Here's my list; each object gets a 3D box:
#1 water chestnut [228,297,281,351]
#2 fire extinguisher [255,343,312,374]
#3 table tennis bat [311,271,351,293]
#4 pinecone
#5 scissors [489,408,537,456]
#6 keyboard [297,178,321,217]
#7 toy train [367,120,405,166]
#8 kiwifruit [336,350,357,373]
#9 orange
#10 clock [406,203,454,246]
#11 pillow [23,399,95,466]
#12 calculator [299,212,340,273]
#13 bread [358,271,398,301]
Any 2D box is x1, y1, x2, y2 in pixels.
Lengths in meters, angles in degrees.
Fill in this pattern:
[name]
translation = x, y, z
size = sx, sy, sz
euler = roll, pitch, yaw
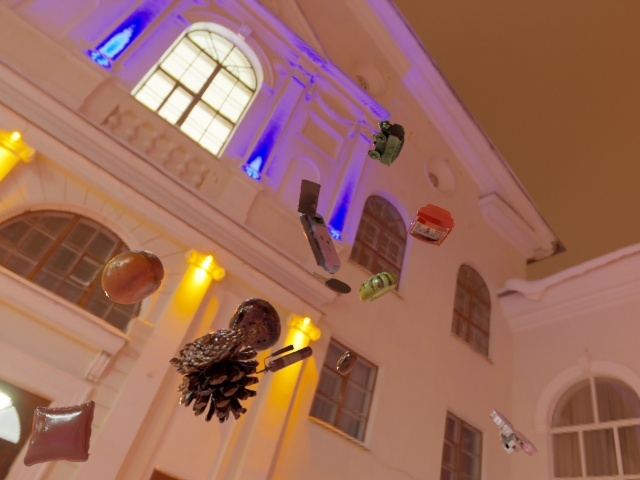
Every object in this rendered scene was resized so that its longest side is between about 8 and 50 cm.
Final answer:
[water chestnut]
translation = -0.271, 0.350, 2.036
size = 0.223, 0.238, 0.224
euler = 4, -63, 8
[fire extinguisher]
translation = -0.083, 0.285, 1.183
size = 0.035, 0.173, 0.049
euler = 21, -71, 34
[table tennis bat]
translation = 0.039, 0.150, 1.739
size = 0.156, 0.087, 0.013
euler = 25, -67, 21
[pinecone]
translation = -0.289, 0.380, 1.348
size = 0.263, 0.264, 0.264
euler = 11, -38, 9
[scissors]
translation = 0.392, 0.404, 0.989
size = 0.118, 0.030, 0.242
euler = 44, 5, 24
[keyboard]
translation = -0.043, -0.155, 1.794
size = 0.074, 0.015, 0.197
euler = 22, -34, 7
[toy train]
translation = 0.210, -0.306, 1.529
size = 0.099, 0.070, 0.172
euler = 22, -27, 4
[kiwifruit]
translation = 0.130, 0.591, 2.353
size = 0.075, 0.124, 0.075
euler = 41, 0, 0
[orange]
translation = -0.714, 0.133, 1.843
size = 0.171, 0.240, 0.240
euler = 53, -36, 15
[clock]
translation = 0.333, -0.045, 1.466
size = 0.113, 0.061, 0.155
euler = 23, -21, 6
[pillow]
translation = -0.761, 0.568, 1.426
size = 0.178, 0.172, 0.075
euler = -3, -33, -6
[calculator]
translation = 0.000, 0.000, 1.978
size = 0.051, 0.293, 0.173
euler = -27, -14, 22
[bread]
translation = 0.195, 0.156, 1.657
size = 0.129, 0.071, 0.139
euler = -11, -23, -35
